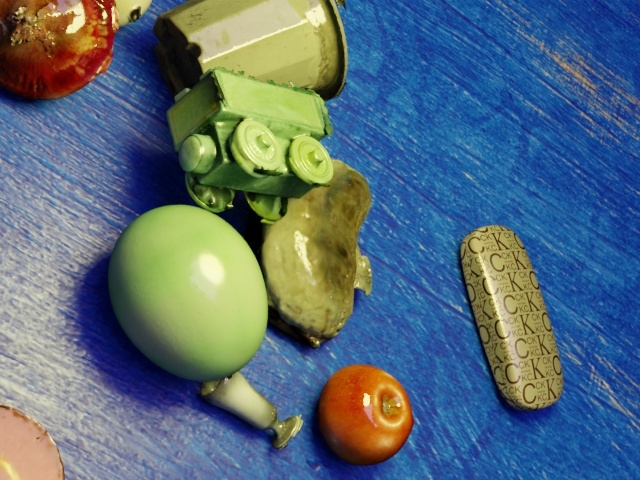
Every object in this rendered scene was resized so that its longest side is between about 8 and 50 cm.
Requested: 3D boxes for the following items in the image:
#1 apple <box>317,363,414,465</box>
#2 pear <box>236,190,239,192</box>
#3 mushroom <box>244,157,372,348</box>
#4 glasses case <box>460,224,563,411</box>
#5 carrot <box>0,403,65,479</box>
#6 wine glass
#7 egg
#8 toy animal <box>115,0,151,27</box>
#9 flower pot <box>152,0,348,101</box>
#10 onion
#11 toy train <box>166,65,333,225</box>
[{"bbox_3d":[0.073,0.279,1.729,0.163,0.139,0.163,12,65,-27],"label":"apple"},{"bbox_3d":[-0.159,-0.128,1.762,0.107,0.107,0.131,26,78,-23],"label":"pear"},{"bbox_3d":[0.001,-0.001,1.799,0.247,0.130,0.344,29,59,-16],"label":"mushroom"},{"bbox_3d":[0.357,0.142,2.003,0.137,0.085,0.355,-7,77,-34],"label":"glasses case"},{"bbox_3d":[-0.482,0.335,1.370,0.307,0.100,0.258,-30,86,-36],"label":"carrot"},{"bbox_3d":[-0.107,0.256,1.666,0.155,0.072,0.072,39,55,-16],"label":"wine glass"},{"bbox_3d":[-0.193,0.078,1.582,0.220,0.220,0.270,-32,95,-37],"label":"egg"},{"bbox_3d":[-0.352,-0.431,1.732,0.179,0.166,0.138,49,67,-23],"label":"toy animal"},{"bbox_3d":[-0.125,-0.324,1.781,0.259,0.290,0.290,-27,88,-22],"label":"flower pot"},{"bbox_3d":[-0.413,-0.325,1.597,0.230,0.163,0.230,0,91,-6],"label":"onion"},{"bbox_3d":[-0.101,-0.145,1.640,0.271,0.159,0.188,6,60,-44],"label":"toy train"}]
